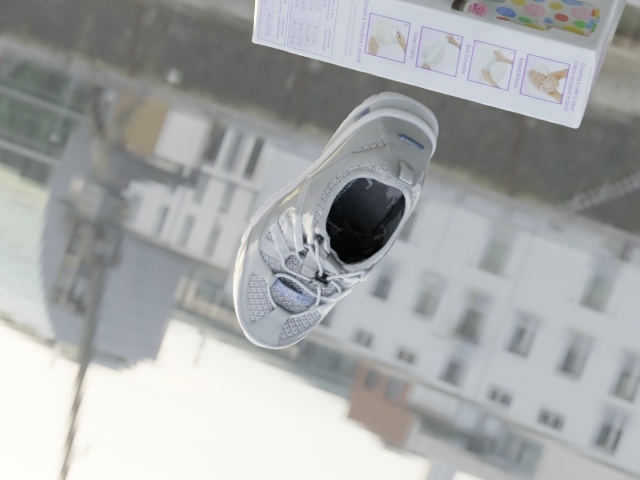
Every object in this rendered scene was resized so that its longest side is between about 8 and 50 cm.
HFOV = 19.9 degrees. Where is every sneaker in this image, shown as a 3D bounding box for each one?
[{"bbox_3d":[0.000,0.000,1.567,0.105,0.281,0.115,24,-145,-11],"label":"sneaker"}]

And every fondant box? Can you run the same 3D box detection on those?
[{"bbox_3d":[0.126,-0.246,1.792,0.330,0.096,0.238,15,-142,11],"label":"fondant box"}]
